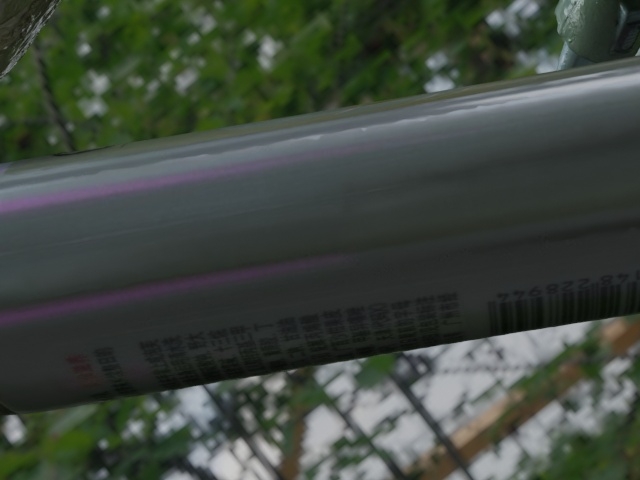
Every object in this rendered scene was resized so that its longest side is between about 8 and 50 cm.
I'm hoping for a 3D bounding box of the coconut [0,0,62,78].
[{"bbox_3d":[-0.273,-0.185,1.057,0.247,0.245,0.245,-18,-17,-11],"label":"coconut"}]

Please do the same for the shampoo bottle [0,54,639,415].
[{"bbox_3d":[0.000,0.000,0.419,0.227,0.056,0.086,-10,-12,4],"label":"shampoo bottle"}]

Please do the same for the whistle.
[{"bbox_3d":[0.103,-0.086,0.670,0.035,0.035,0.100,-31,-24,-30],"label":"whistle"}]
